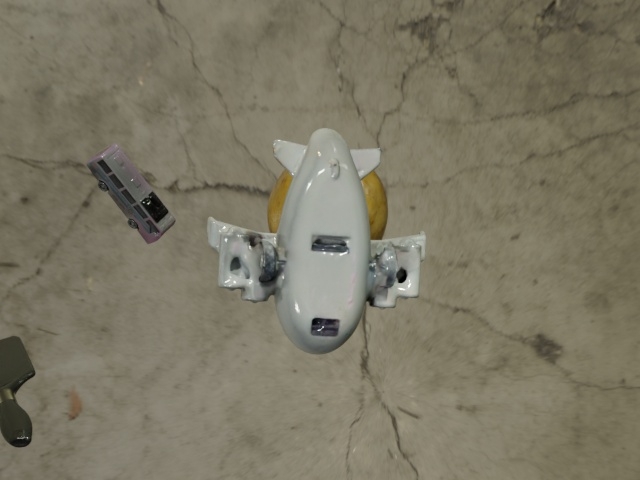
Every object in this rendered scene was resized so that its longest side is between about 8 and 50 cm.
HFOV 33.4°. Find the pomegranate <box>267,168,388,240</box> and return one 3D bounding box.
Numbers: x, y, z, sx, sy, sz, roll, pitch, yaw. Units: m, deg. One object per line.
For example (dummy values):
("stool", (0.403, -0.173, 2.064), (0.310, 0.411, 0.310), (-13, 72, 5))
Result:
("pomegranate", (0.008, -0.031, 1.544), (0.196, 0.196, 0.196), (0, 82, 3))

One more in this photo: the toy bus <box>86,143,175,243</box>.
("toy bus", (-0.232, -0.058, 1.318), (0.130, 0.052, 0.037), (54, 50, -16))

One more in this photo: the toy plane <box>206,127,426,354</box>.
("toy plane", (0.000, 0.000, 1.151), (0.245, 0.117, 0.244), (1, 88, -14))

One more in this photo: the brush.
("brush", (-0.268, 0.128, 0.898), (0.063, 0.193, 0.016), (-24, 114, -16))
